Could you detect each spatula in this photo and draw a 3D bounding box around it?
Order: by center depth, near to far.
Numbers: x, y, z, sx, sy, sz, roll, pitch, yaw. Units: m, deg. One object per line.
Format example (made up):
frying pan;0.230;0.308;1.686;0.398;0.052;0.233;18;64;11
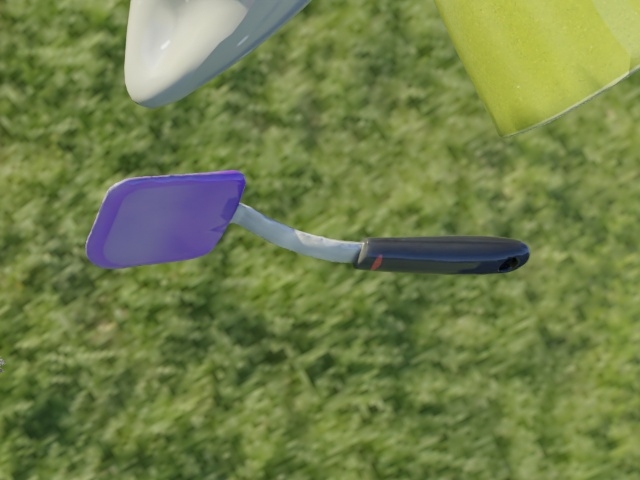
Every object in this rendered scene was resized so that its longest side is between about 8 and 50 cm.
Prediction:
spatula;0.000;0.000;1.100;0.296;0.084;0.030;7;46;-23

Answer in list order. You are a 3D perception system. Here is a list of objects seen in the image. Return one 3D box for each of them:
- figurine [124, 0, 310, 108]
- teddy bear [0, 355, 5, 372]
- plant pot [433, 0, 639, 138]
figurine;0.011;-0.152;0.330;0.215;0.209;0.092;65;8;17
teddy bear;-0.427;0.168;1.673;0.113;0.338;0.245;44;74;-24
plant pot;0.161;-0.271;1.298;0.293;0.275;0.275;54;38;-6
